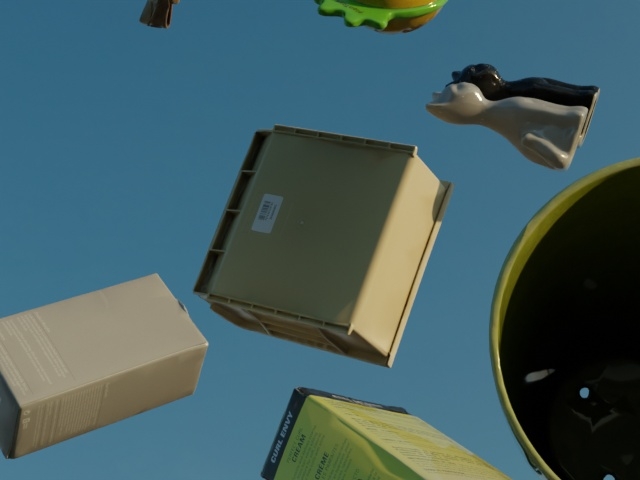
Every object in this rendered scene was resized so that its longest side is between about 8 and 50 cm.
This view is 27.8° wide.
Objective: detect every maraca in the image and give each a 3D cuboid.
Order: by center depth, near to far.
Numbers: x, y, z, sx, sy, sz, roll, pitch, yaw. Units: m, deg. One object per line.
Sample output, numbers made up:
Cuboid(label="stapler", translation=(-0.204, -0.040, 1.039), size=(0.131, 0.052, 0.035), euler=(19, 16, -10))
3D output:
Cuboid(label="maraca", translation=(0.076, -0.292, 1.538), size=(0.186, 0.127, 0.099), euler=(-31, -46, -39))

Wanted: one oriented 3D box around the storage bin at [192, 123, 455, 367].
Cuboid(label="storage bin", translation=(0.000, 0.000, 1.694), size=(0.260, 0.262, 0.123), euler=(12, -17, 31))

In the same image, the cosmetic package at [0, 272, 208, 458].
Cuboid(label="cosmetic package", translation=(-0.260, 0.136, 1.445), size=(0.238, 0.127, 0.107), euler=(-13, -40, -35))

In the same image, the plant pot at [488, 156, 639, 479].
Cuboid(label="plant pot", translation=(0.258, 0.115, 1.001), size=(0.275, 0.274, 0.293), euler=(-7, -20, 1))

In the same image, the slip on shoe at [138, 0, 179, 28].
Cuboid(label="slip on shoe", translation=(-0.204, -0.333, 1.719), size=(0.041, 0.051, 0.135), euler=(24, -45, -9))

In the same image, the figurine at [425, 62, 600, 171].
Cuboid(label="figurine", translation=(0.257, -0.179, 1.756), size=(0.210, 0.215, 0.092), euler=(19, -67, 12))

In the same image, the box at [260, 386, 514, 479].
Cuboid(label="box", translation=(0.069, 0.144, 0.630), size=(0.087, 0.232, 0.058), euler=(17, -84, -38))
